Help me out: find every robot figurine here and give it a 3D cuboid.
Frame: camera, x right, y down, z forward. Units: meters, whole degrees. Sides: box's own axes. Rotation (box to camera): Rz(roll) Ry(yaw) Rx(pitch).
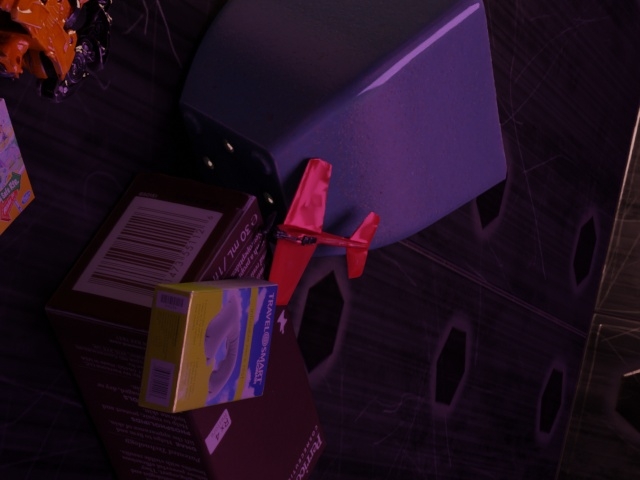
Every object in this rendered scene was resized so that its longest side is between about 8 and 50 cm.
[{"bbox_3d":[-0.214,-0.258,1.385,0.291,0.085,0.211,-70,154,-20],"label":"robot figurine"}]

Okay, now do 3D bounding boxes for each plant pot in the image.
[{"bbox_3d":[0.006,-0.126,1.734,0.252,0.247,0.248,-40,139,-25],"label":"plant pot"}]

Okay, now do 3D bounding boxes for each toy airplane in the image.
[{"bbox_3d":[0.000,0.000,1.637,0.151,0.028,0.151,-20,124,-34],"label":"toy airplane"}]

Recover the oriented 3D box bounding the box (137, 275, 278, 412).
[{"bbox_3d":[-0.092,0.090,1.519,0.178,0.042,0.109,-3,103,-63],"label":"box"}]

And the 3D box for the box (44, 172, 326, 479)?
[{"bbox_3d":[-0.121,0.140,1.690,0.191,0.143,0.381,-60,151,-36],"label":"box"}]

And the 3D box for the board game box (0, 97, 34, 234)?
[{"bbox_3d":[-0.293,-0.031,1.377,0.154,0.026,0.103,-55,146,-41],"label":"board game box"}]
